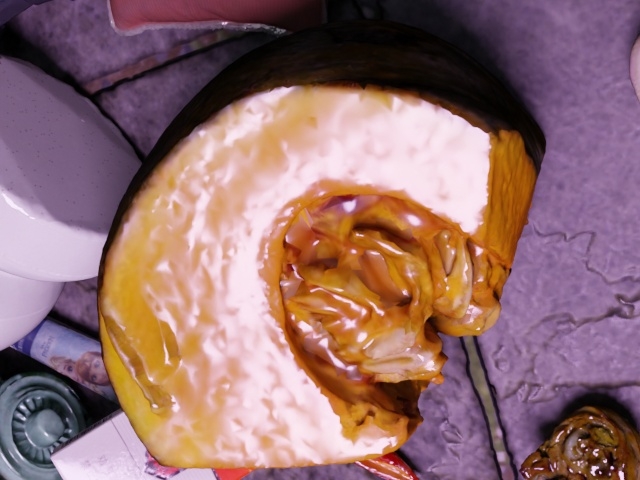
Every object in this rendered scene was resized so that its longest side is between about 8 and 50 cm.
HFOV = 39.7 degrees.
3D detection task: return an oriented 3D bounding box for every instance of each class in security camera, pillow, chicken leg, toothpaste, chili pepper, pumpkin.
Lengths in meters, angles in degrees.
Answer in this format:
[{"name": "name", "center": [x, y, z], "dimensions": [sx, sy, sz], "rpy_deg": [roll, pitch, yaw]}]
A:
[{"name": "security camera", "center": [-0.272, -0.005, 0.698], "dimensions": [0.236, 0.194, 0.195], "rpy_deg": [-41, 88, 25]}, {"name": "pillow", "center": [-0.080, -0.230, 0.635], "dimensions": [0.179, 0.075, 0.172], "rpy_deg": [6, 106, 19]}, {"name": "chicken leg", "center": [0.182, 0.203, 0.663], "dimensions": [0.093, 0.070, 0.178], "rpy_deg": [6, 120, -8]}, {"name": "toothpaste", "center": [-0.219, 0.100, 0.788], "dimensions": [0.216, 0.037, 0.062], "rpy_deg": [25, 114, 6]}, {"name": "chili pepper", "center": [0.012, 0.156, 0.726], "dimensions": [0.178, 0.027, 0.045], "rpy_deg": [26, 114, 12]}, {"name": "pumpkin", "center": [0.000, 0.000, 0.596], "dimensions": [0.256, 0.225, 0.303], "rpy_deg": [21, 103, 8]}]

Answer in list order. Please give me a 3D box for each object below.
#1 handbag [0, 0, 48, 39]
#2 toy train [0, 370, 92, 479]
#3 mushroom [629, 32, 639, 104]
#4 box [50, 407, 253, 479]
[{"name": "handbag", "center": [-0.294, -0.240, 0.652], "dimensions": [0.254, 0.181, 0.181], "rpy_deg": [-25, 64, 24]}, {"name": "toy train", "center": [-0.270, 0.309, 0.726], "dimensions": [0.179, 0.272, 0.442], "rpy_deg": [-28, 94, 32]}, {"name": "mushroom", "center": [0.238, -0.110, 0.560], "dimensions": [0.083, 0.067, 0.084], "rpy_deg": [8, 113, 18]}, {"name": "box", "center": [-0.129, 0.174, 0.730], "dimensions": [0.152, 0.048, 0.100], "rpy_deg": [-31, 95, -15]}]
